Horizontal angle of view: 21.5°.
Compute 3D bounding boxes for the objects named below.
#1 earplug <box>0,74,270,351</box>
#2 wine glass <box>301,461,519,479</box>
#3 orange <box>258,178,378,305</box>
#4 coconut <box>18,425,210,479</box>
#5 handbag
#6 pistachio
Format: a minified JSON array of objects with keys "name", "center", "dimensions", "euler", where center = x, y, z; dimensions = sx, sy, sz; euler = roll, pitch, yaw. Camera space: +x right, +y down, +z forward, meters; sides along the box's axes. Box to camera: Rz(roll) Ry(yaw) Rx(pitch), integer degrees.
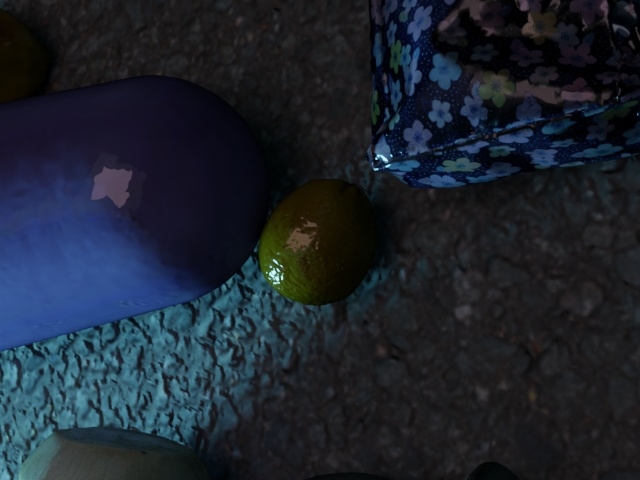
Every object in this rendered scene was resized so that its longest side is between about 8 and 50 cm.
[{"name":"earplug","center":[-0.242,-0.013,1.309],"dimensions":[0.456,0.215,0.215],"euler":[-12,77,31]},{"name":"wine glass","center":[0.028,0.205,1.134],"dimensions":[0.222,0.103,0.103],"euler":[-11,77,34]},{"name":"orange","center":[0.000,0.000,1.197],"dimensions":[0.085,0.085,0.095],"euler":[42,102,32]},{"name":"coconut","center":[-0.153,0.224,1.234],"dimensions":[0.161,0.161,0.162],"euler":[11,92,37]},{"name":"handbag","center":[0.121,-0.145,1.101],"dimensions":[0.229,0.127,0.207],"euler":[-12,70,35]},{"name":"pistachio","center":[-0.325,-0.145,1.441],"dimensions":[0.189,0.100,0.110],"euler":[-5,113,-3]}]
